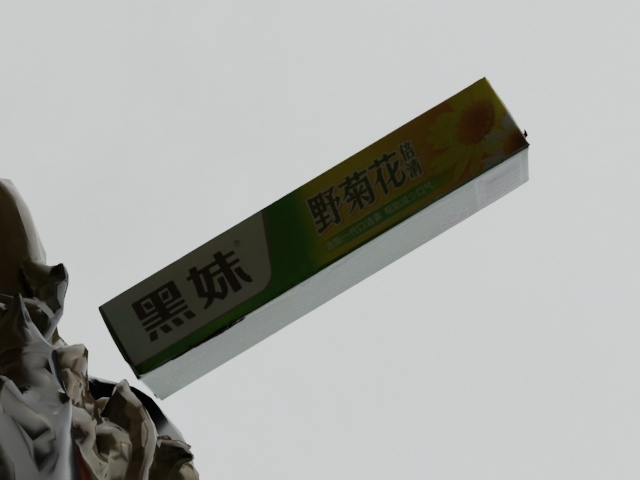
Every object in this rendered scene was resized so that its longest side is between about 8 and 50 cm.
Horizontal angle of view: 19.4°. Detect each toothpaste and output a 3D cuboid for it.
[{"bbox_3d":[0.000,0.000,0.738,0.178,0.043,0.037,-31,-106,-2],"label":"toothpaste"}]

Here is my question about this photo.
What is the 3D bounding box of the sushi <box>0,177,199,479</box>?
[{"bbox_3d":[-0.143,0.114,0.599,0.225,0.219,0.238,-35,-107,-7],"label":"sushi"}]
